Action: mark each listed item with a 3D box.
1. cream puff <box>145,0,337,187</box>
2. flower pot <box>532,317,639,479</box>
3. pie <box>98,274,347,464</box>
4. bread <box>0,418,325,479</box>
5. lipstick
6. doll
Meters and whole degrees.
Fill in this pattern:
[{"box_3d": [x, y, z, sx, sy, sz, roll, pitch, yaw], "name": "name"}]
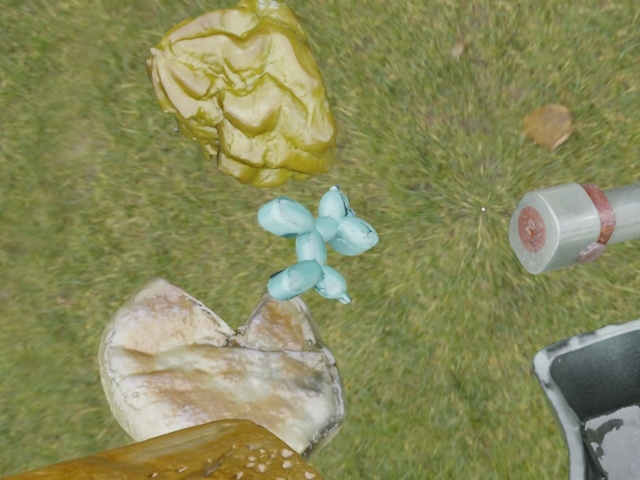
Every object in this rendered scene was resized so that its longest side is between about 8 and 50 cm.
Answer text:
[{"box_3d": [-0.055, -0.098, 0.806, 0.116, 0.146, 0.146, -19, 89, -7], "name": "cream puff"}, {"box_3d": [0.193, 0.168, 0.656, 0.103, 0.108, 0.229, -12, 54, 14], "name": "flower pot"}, {"box_3d": [-0.124, 0.177, 1.468, 0.337, 0.337, 0.075, 28, 139, 6], "name": "pie"}, {"box_3d": [-0.111, 0.163, 0.595, 0.139, 0.271, 0.077, 32, 117, 36], "name": "bread"}, {"box_3d": [0.241, -0.021, 0.878, 0.186, 0.063, 0.057, -11, 57, -23], "name": "lipstick"}, {"box_3d": [0.000, 0.000, 1.390, 0.059, 0.158, 0.159, -30, 58, 46], "name": "doll"}]
